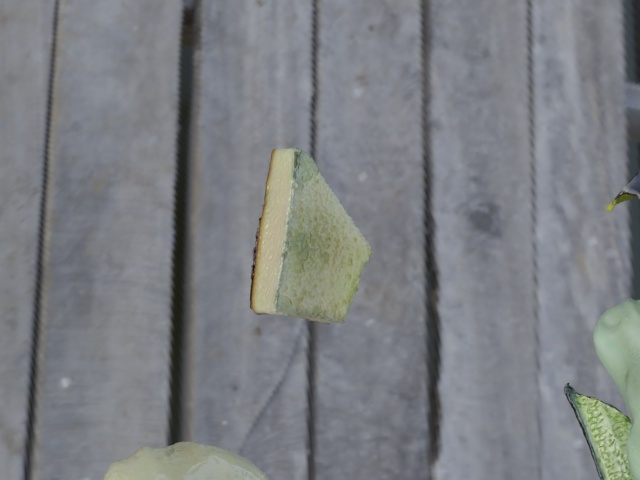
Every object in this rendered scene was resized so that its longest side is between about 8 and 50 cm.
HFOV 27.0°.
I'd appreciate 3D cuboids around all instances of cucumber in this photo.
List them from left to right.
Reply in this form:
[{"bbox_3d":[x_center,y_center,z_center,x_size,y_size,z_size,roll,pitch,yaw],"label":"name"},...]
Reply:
[{"bbox_3d":[0.373,0.268,1.651,0.046,0.070,0.220,33,34,-60],"label":"cucumber"}]

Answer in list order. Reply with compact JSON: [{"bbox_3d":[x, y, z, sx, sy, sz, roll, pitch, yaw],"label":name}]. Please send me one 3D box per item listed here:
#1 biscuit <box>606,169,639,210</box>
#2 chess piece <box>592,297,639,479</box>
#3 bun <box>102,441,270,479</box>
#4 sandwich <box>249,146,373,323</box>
[{"bbox_3d":[0.189,0.076,0.339,0.292,0.026,0.048,46,32,17],"label":"biscuit"},{"bbox_3d":[0.287,0.046,0.801,0.298,0.176,0.176,-37,97,-18],"label":"chess piece"},{"bbox_3d":[-0.155,0.314,1.354,0.259,0.160,0.259,-19,126,-29],"label":"bun"},{"bbox_3d":[0.000,0.000,1.566,0.162,0.058,0.193,12,83,-44],"label":"sandwich"}]
